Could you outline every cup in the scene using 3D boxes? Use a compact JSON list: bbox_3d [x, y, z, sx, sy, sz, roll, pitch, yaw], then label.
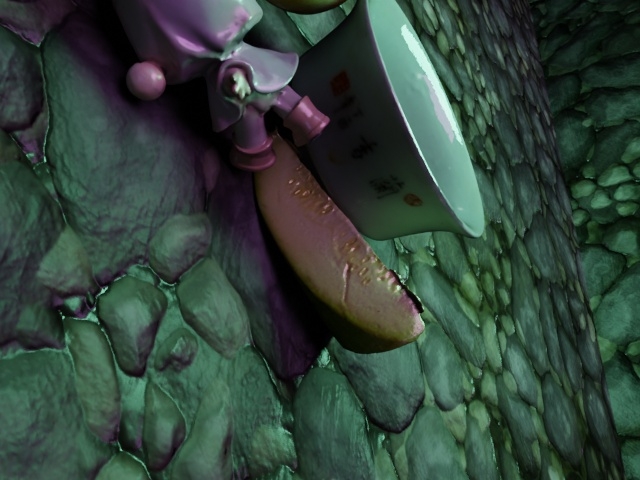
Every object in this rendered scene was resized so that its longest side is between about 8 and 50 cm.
[{"bbox_3d":[0.072,-0.140,0.910,0.347,0.163,0.347,48,30,-40],"label":"cup"}]

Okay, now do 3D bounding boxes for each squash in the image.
[{"bbox_3d":[0.000,0.000,0.780,0.252,0.093,0.169,60,-14,-17],"label":"squash"}]

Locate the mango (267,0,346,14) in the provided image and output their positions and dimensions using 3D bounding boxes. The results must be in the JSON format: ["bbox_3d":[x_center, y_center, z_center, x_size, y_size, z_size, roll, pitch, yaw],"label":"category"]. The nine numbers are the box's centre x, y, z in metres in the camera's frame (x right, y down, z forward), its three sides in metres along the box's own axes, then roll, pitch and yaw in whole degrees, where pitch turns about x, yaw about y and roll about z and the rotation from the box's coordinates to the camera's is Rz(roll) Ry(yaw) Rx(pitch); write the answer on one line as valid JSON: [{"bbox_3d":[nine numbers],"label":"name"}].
[{"bbox_3d":[-0.043,-0.348,0.733,0.316,0.146,0.193,-7,89,-65],"label":"mango"}]

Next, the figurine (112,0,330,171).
[{"bbox_3d":[-0.105,-0.197,0.705,0.276,0.133,0.200,53,50,-24],"label":"figurine"}]
